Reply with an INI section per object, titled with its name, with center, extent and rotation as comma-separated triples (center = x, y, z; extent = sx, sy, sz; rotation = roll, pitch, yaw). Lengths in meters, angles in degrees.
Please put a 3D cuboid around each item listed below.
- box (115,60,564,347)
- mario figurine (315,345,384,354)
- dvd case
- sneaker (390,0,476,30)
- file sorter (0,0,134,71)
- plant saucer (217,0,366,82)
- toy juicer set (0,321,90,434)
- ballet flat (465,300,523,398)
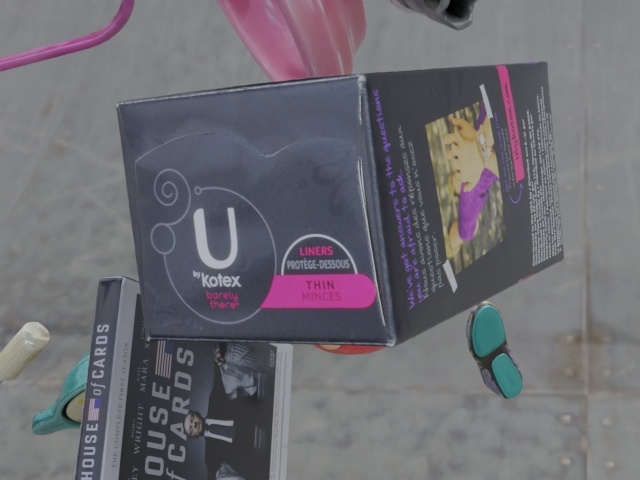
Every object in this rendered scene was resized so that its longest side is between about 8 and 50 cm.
[box]
center = 0.028, -0.031, 0.706
extent = 0.165, 0.143, 0.270
rotation = -2, 7, 32
[mario figurine]
center = 0.000, 0.000, 1.126
extent = 0.170, 0.320, 0.198
rotation = 21, 79, 52
[dvd case]
center = -0.095, 0.142, 0.869
extent = 0.030, 0.179, 0.239
rotation = -6, -19, 28
[sneaker]
center = 0.096, -0.272, 0.911
extent = 0.086, 0.228, 0.132
rotation = -26, 39, -12
[file sorter]
center = -0.244, -0.245, 0.659
extent = 0.202, 0.182, 0.290
rotation = -17, 51, -16
[plant saucer]
center = -0.056, -0.275, 1.059
extent = 0.084, 0.332, 0.332
rotation = -32, 32, -6
[toy juicer set]
center = -0.205, 0.141, 1.174
extent = 0.329, 0.209, 0.089
rotation = -7, 60, -24
[ballet flat]
center = 0.150, 0.096, 1.033
extent = 0.041, 0.114, 0.041
rotation = -18, 33, 12
